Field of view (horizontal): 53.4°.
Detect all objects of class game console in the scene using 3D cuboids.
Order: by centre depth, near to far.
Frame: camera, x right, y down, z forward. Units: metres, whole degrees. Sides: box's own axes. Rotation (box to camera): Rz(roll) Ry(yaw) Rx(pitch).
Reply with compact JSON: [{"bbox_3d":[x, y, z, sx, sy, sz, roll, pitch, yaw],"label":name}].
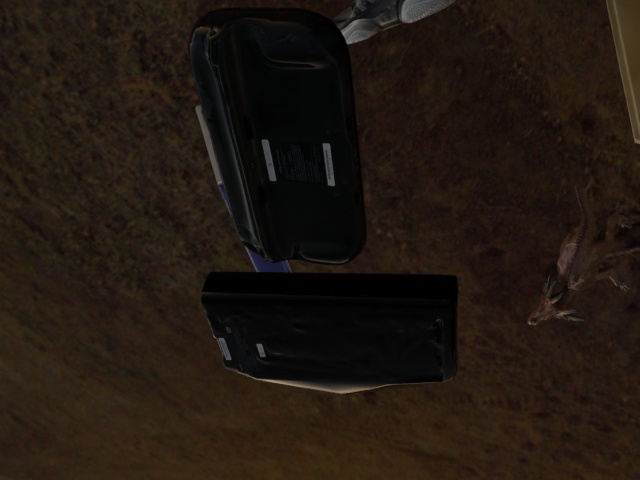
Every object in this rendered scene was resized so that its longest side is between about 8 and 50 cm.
[{"bbox_3d":[0.000,0.000,0.491,0.213,0.044,0.361,0,132,11],"label":"game console"}]

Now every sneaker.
[{"bbox_3d":[0.096,-0.427,1.058,0.268,0.101,0.153,-2,116,47],"label":"sneaker"}]

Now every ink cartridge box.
[{"bbox_3d":[-0.081,-0.026,0.778,0.045,0.224,0.223,-21,135,-3],"label":"ink cartridge box"}]

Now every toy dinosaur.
[{"bbox_3d":[0.509,0.049,1.263,0.127,0.200,0.296,32,141,47],"label":"toy dinosaur"}]

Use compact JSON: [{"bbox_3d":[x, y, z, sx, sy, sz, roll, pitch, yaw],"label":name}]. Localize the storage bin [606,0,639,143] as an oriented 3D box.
[{"bbox_3d":[0.508,-0.258,0.852,0.123,0.262,0.260,-17,103,9],"label":"storage bin"}]
